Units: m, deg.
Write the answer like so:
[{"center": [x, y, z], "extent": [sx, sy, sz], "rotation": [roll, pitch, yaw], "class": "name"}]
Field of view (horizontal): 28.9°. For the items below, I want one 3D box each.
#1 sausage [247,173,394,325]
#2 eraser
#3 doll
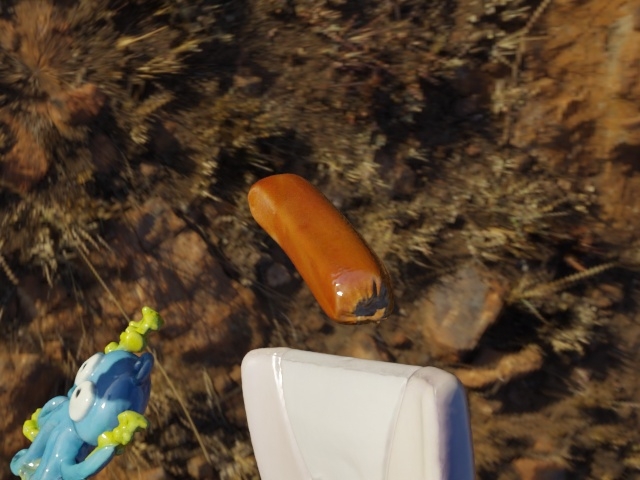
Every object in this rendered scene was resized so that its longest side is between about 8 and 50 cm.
[{"center": [0.000, 0.000, 1.502], "extent": [0.089, 0.300, 0.083], "rotation": [-19, 131, -18], "class": "sausage"}, {"center": [0.039, 0.186, 0.763], "extent": [0.059, 0.204, 0.243], "rotation": [-17, 101, -34], "class": "eraser"}, {"center": [-0.338, 0.241, 1.746], "extent": [0.341, 0.346, 0.099], "rotation": [-36, 114, 28], "class": "doll"}]
